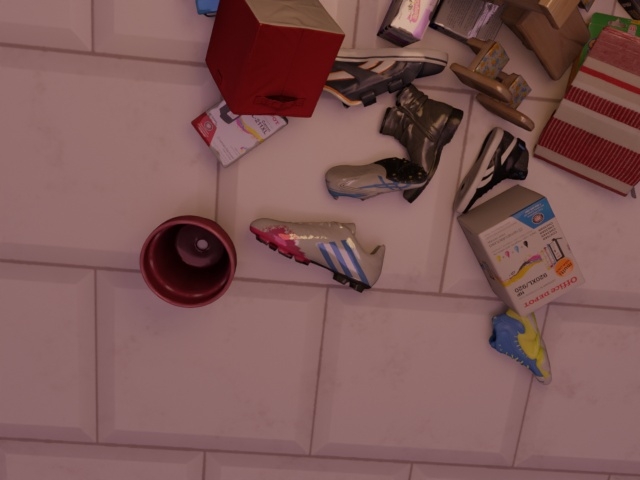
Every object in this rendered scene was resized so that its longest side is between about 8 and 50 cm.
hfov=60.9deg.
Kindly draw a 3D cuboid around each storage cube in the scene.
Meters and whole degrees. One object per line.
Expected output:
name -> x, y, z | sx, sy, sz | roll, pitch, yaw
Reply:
storage cube -> -0.098, -0.378, 1.067 | 0.184, 0.214, 0.193 | -6, 143, -31

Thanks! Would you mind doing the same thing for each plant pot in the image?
plant pot -> -0.287, 0.030, 1.238 | 0.202, 0.180, 0.201 | -1, 105, -3

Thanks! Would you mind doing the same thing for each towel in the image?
towel -> 0.624, -0.259, 1.144 | 0.237, 0.037, 0.328 | 29, 142, 13

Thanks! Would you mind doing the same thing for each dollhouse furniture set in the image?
dollhouse furniture set -> 0.438, -0.430, 1.014 | 0.394, 0.256, 0.362 | 23, 106, -46

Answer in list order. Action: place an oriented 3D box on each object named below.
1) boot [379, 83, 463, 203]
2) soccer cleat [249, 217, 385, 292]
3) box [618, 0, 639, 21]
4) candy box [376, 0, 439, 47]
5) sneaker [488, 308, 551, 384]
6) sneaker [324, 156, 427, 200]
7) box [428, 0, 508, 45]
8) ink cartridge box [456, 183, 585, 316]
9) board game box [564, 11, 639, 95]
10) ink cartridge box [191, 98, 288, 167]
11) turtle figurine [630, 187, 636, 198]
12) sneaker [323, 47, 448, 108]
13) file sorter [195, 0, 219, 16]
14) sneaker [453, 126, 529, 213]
boot -> 0.205, -0.223, 1.254 | 0.161, 0.083, 0.246 | 26, 103, 4
soccer cleat -> 0.000, 0.000, 1.290 | 0.332, 0.116, 0.143 | 26, 87, -11
box -> 0.802, -0.551, 1.186 | 0.183, 0.056, 0.231 | 42, 100, -11
candy box -> 0.191, -0.489, 1.106 | 0.070, 0.196, 0.164 | 23, 104, -8
sneaker -> 0.507, 0.272, 1.398 | 0.126, 0.091, 0.239 | -17, 107, 21
sneaker -> 0.127, -0.133, 1.239 | 0.238, 0.085, 0.086 | 0, 137, 23
box -> 0.324, -0.496, 1.174 | 0.137, 0.072, 0.126 | 23, 103, -8
ink cartridge box -> 0.463, 0.021, 1.271 | 0.171, 0.168, 0.232 | -30, 105, 5
board game box -> 0.630, -0.370, 1.234 | 0.124, 0.039, 0.259 | 8, 108, -6
ink cartridge box -> -0.177, -0.265, 1.217 | 0.175, 0.072, 0.127 | -34, 103, 7
turtle figurine -> 0.737, -0.253, 1.170 | 0.267, 0.198, 0.274 | 27, 94, -19
sneaker -> 0.110, -0.351, 1.181 | 0.322, 0.126, 0.127 | 3, 101, 8
file sorter -> -0.203, -0.557, 1.119 | 0.118, 0.104, 0.170 | -9, 106, -1
sneaker -> 0.411, -0.142, 1.270 | 0.121, 0.079, 0.216 | 24, 102, -7
